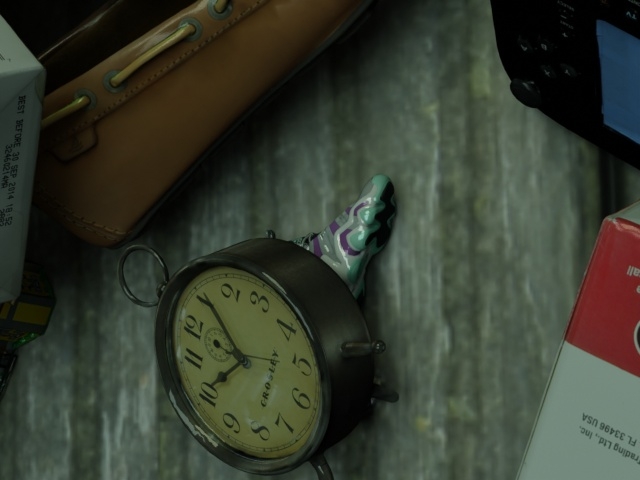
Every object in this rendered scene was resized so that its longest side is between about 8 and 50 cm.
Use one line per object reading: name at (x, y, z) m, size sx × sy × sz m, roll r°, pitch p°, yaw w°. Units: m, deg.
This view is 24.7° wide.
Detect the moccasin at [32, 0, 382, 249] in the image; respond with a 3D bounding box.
moccasin at (-0.055, -0.168, 0.848) m, size 0.380 × 0.147 × 0.139 m, roll -42°, pitch 26°, yaw 18°

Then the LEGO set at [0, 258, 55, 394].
LEGO set at (-0.339, 0.104, 0.909) m, size 0.255 × 0.192 × 0.331 m, roll 30°, pitch 95°, yaw 25°

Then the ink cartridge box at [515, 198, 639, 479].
ink cartridge box at (0.194, 0.138, 0.669) m, size 0.197 × 0.114 × 0.273 m, roll 26°, pitch 113°, yaw 25°

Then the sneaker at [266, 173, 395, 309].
sneaker at (0.000, 0.000, 0.862) m, size 0.069 × 0.038 × 0.098 m, roll 21°, pitch 90°, yaw 24°

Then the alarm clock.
alarm clock at (-0.045, 0.055, 0.843) m, size 0.192 × 0.064 × 0.129 m, roll 30°, pitch 122°, yaw 25°

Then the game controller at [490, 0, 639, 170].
game controller at (0.216, -0.051, 0.708) m, size 0.319 × 0.166 × 0.067 m, roll 33°, pitch 83°, yaw 25°

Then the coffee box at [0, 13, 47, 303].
coffee box at (-0.283, -0.105, 0.845) m, size 0.297 × 0.119 × 0.168 m, roll 48°, pitch 138°, yaw 34°
